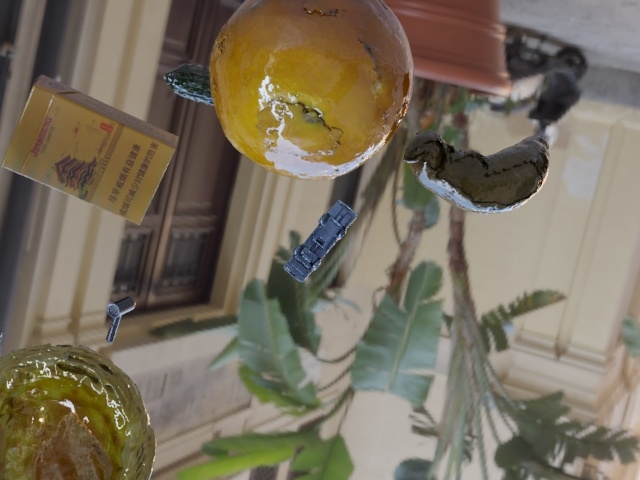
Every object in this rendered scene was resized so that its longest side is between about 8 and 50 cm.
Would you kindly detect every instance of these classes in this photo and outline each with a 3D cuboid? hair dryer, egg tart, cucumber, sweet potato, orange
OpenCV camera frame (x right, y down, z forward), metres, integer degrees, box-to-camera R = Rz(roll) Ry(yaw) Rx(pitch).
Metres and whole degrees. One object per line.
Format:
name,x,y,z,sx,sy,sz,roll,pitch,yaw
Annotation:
hair dryer,-0.336,0.134,1.552,0.026,0.083,0.047,28,-157,19
egg tart,-0.487,0.376,1.761,0.388,0.388,0.169,14,178,8
cucumber,-0.194,-0.334,2.156,0.359,0.096,0.096,15,-176,-28
sweet potato,0.236,-0.097,1.342,0.310,0.124,0.098,-5,163,-34
orange,-0.012,-0.195,1.119,0.246,0.246,0.246,13,-174,-1

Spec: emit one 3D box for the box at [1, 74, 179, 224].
box,-0.422,-0.165,1.730,0.274,0.174,0.076,24,-161,-14

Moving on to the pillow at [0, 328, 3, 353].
pillow,-0.722,0.225,1.820,0.208,0.119,0.053,-11,-119,-28

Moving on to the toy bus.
toy bus,0.000,0.000,2.025,0.064,0.190,0.075,39,-176,0
